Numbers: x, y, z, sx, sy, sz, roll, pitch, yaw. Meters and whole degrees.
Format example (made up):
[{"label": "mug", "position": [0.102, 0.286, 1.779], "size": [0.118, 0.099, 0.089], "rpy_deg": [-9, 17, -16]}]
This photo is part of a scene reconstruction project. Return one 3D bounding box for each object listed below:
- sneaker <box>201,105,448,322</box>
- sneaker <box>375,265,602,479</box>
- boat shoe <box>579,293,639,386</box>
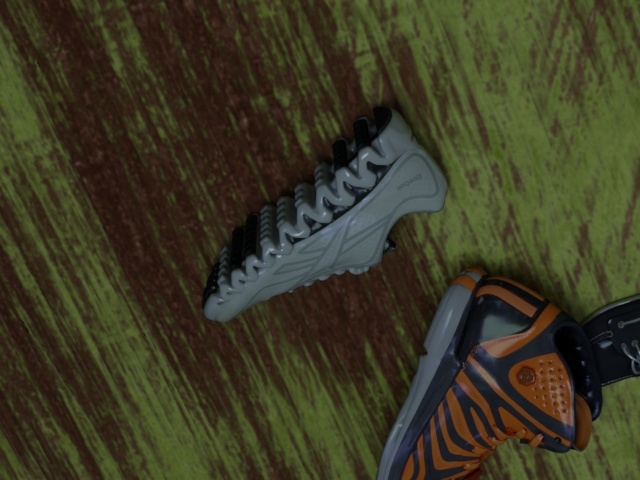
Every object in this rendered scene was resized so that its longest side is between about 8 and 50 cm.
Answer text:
[{"label": "sneaker", "position": [0.000, 0.000, 1.551], "size": [0.292, 0.110, 0.118], "rpy_deg": [-39, 112, 22]}, {"label": "sneaker", "position": [0.171, 0.199, 1.575], "size": [0.180, 0.124, 0.321], "rpy_deg": [25, 117, 18]}, {"label": "boat shoe", "position": [0.323, 0.097, 1.560], "size": [0.206, 0.065, 0.075], "rpy_deg": [-32, 108, 21]}]
